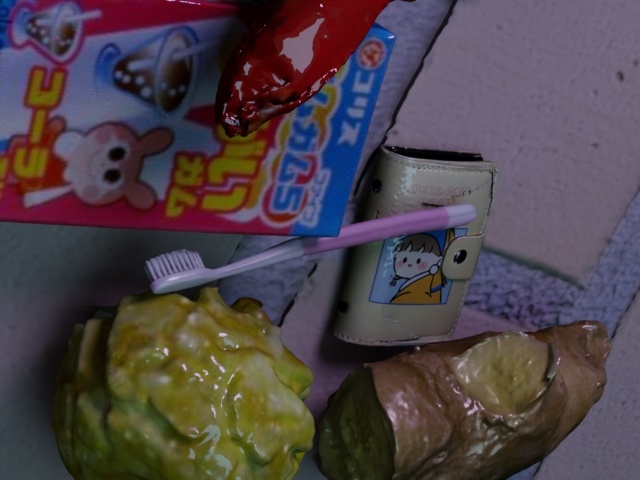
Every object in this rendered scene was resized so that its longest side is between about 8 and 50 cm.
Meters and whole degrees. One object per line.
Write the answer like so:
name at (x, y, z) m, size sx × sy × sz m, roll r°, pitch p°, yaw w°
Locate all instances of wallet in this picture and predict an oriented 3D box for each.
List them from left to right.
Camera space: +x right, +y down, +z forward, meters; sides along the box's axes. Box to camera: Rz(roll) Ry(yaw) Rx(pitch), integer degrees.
wallet at (0.076, 0.007, 1.283) m, size 0.110 × 0.039 × 0.155 m, roll 2°, pitch 113°, yaw -31°

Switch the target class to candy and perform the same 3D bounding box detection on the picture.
candy at (-0.113, -0.092, 1.077) m, size 0.306 × 0.100 × 0.157 m, roll 3°, pitch 111°, yaw -34°

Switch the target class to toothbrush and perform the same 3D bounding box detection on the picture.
toothbrush at (0.000, 0.000, 1.175) m, size 0.286 × 0.025 × 0.020 m, roll -11°, pitch 156°, yaw -36°

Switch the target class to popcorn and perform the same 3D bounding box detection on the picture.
popcorn at (-0.089, 0.115, 1.165) m, size 0.212 × 0.198 × 0.198 m, roll -25°, pitch 129°, yaw -52°

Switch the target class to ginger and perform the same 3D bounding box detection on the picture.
ginger at (0.122, 0.138, 1.304) m, size 0.270 × 0.123 × 0.219 m, roll -8°, pitch 155°, yaw -25°

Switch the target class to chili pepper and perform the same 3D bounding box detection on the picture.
chili pepper at (0.043, -0.211, 1.053) m, size 0.110 × 0.110 × 0.387 m, roll 54°, pitch 54°, yaw -38°
